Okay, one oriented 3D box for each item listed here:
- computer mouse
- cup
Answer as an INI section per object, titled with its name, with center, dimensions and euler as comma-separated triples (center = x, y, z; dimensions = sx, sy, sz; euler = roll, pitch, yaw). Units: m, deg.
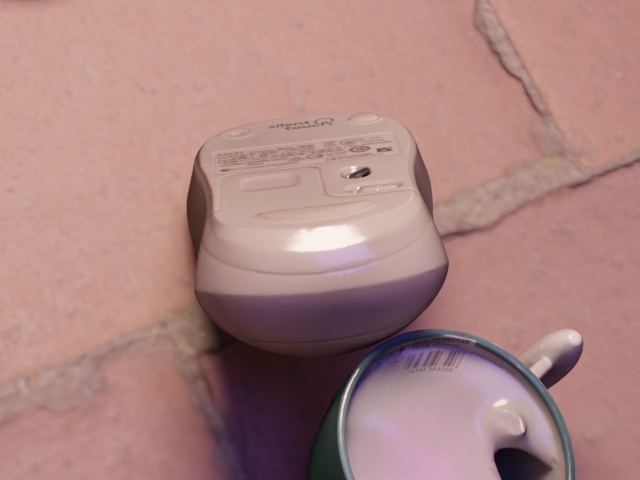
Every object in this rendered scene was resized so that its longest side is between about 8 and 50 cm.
[computer mouse]
center = 0.000, 0.000, 1.210
dimensions = 0.184, 0.297, 0.121
euler = -11, 108, -4
[cup]
center = 0.065, 0.165, 1.178
dimensions = 0.300, 0.173, 0.167
euler = -39, 82, -28
